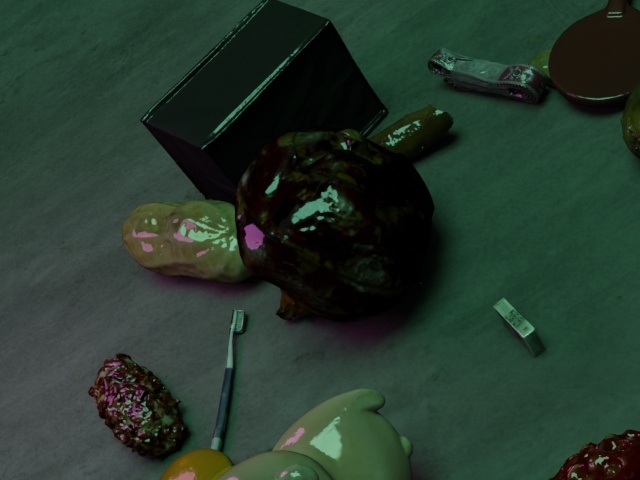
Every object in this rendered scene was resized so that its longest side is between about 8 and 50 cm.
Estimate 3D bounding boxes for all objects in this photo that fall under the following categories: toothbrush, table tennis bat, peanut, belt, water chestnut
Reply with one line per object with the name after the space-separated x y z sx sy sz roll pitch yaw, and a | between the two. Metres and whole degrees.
-0.152 0.232 2.063 0.026 0.024 0.288 -4 49 13 | toothbrush
0.493 -0.342 2.120 0.200 0.038 0.310 2 51 23 | table tennis bat
-0.230 -0.004 2.235 0.313 0.152 0.152 7 57 40 | peanut
0.293 -0.287 2.194 0.232 0.071 0.053 21 73 39 | belt
0.000 0.000 1.991 0.347 0.335 0.335 -53 35 28 | water chestnut

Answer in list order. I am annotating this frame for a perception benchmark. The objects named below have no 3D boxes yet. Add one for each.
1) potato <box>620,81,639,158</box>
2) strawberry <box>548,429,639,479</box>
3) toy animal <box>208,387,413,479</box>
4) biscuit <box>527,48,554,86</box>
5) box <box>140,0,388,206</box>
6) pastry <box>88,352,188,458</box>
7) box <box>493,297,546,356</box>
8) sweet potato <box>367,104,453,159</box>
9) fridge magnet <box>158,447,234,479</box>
0.529 -0.184 1.912 0.137 0.137 0.176 -6 29 29 | potato
0.343 0.341 1.401 0.317 0.345 0.295 -40 44 -4 | strawberry
-0.018 0.374 1.639 0.345 0.247 0.278 -31 73 0 | toy animal
0.416 -0.293 2.156 0.071 0.018 0.147 -43 41 -11 | biscuit
-0.096 -0.229 2.263 0.345 0.251 0.204 -48 43 -11 | box
-0.304 0.274 2.075 0.115 0.097 0.208 -47 44 3 | pastry
0.292 0.127 1.838 0.024 0.054 0.083 -36 42 -3 | box
0.127 -0.168 2.201 0.243 0.077 0.077 -27 42 23 | sweet potato
-0.190 0.386 1.921 0.143 0.063 0.143 -16 47 18 | fridge magnet
